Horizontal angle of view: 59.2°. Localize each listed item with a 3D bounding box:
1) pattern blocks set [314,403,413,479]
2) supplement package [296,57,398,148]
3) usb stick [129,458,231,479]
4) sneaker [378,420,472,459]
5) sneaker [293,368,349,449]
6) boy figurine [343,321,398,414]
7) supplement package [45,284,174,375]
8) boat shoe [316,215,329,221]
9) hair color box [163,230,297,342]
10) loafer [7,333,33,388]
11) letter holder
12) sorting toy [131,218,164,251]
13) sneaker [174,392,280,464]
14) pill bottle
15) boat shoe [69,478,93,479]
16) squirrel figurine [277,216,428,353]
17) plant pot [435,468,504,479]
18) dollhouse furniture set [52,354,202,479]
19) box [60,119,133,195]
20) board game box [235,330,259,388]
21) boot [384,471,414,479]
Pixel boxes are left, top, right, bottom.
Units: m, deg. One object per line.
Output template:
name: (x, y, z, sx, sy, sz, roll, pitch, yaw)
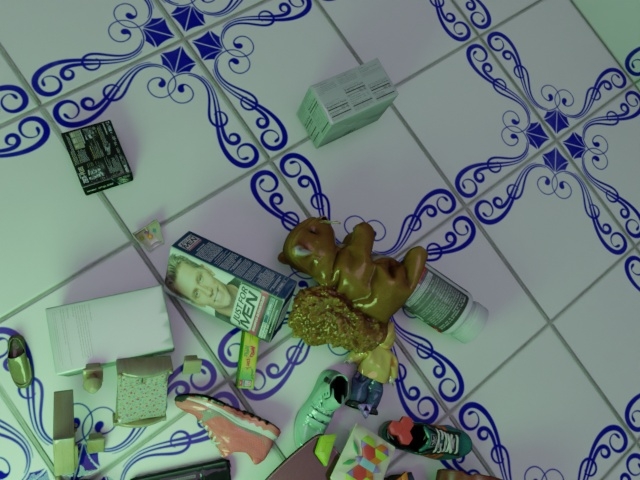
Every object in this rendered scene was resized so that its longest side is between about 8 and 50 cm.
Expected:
pattern blocks set: (0.121, 0.611, 1.540, 0.286, 0.026, 0.324, 21, 62, -11)
supplement package: (0.083, -0.447, 1.850, 0.262, 0.204, 0.145, -27, 86, -19)
usb stick: (-0.381, 0.660, 1.541, 0.278, 0.045, 0.077, -6, 85, -16)
sneaker: (0.333, 0.607, 1.699, 0.303, 0.121, 0.108, 11, 74, -12)
sneaker: (0.002, 0.494, 1.625, 0.094, 0.151, 0.255, 25, 73, -9)
boy figurine: (0.156, 0.379, 1.727, 0.177, 0.092, 0.285, 20, 72, -9)
supplement package: (-0.558, 0.246, 1.526, 0.293, 0.175, 0.177, -11, 78, -17)
boat shoe: (0.000, 0.000, 1.795, 0.063, 0.059, 0.169, 4, 75, -14)
hair color box: (-0.257, 0.130, 1.583, 0.348, 0.173, 0.105, 25, 33, 8)
loafer: (-0.810, 0.323, 1.507, 0.056, 0.050, 0.147, -17, 81, -18)
letter holder: (-0.061, 0.703, 1.560, 0.302, 0.152, 0.214, -40, 87, -20)
sorting toy: (-0.506, -0.010, 1.677, 0.083, 0.045, 0.075, -35, 95, -20)
sneaker: (-0.271, 0.525, 1.566, 0.314, 0.116, 0.136, 25, 73, -8)
pill bottle: (0.377, 0.196, 1.792, 0.283, 0.161, 0.161, 35, 71, -4)
boat shoe: (-0.549, 0.704, 1.438, 0.341, 0.127, 0.158, 8, 80, -11)
squirrel figurine: (0.046, 0.126, 1.651, 0.371, 0.281, 0.396, 25, 80, -17)
plant pot: (0.422, 0.810, 1.614, 0.273, 0.272, 0.264, 16, 65, -11)
dollhouse furniture set: (-0.484, 0.473, 1.437, 0.356, 0.173, 0.303, 0, 119, -24)
box: (-0.660, -0.246, 1.673, 0.148, 0.077, 0.180, -23, 83, -19)
board game box: (-0.212, 0.337, 1.639, 0.043, 0.092, 0.181, 8, 75, -14)
boot: (0.255, 0.794, 1.654, 0.106, 0.082, 0.219, -17, 79, -15)
